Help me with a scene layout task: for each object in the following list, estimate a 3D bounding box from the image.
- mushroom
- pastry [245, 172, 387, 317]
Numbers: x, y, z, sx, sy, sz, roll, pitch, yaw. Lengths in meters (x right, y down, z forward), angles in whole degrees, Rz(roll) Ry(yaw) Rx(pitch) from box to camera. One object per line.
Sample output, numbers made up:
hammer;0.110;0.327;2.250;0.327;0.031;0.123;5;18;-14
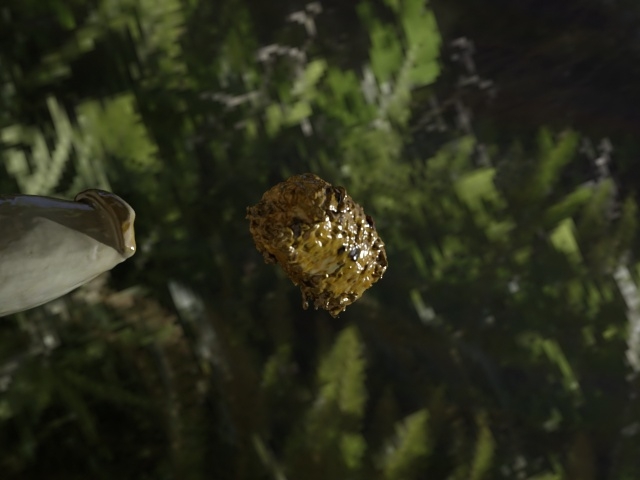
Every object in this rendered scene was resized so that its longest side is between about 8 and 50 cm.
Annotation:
mushroom;-0.288;0.026;1.199;0.109;0.351;0.097;177;-97;-77
pastry;0.000;0.000;1.346;0.056;0.080;0.140;42;-9;31
